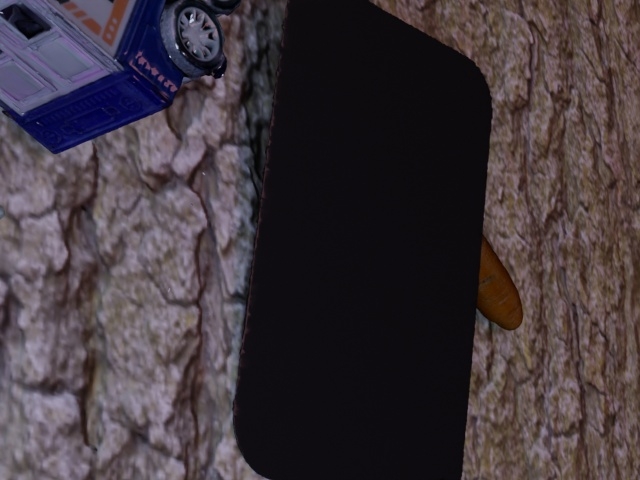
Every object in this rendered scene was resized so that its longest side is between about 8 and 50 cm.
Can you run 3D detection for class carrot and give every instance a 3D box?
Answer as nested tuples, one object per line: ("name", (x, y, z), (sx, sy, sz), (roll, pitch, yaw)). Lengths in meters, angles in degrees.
("carrot", (0.137, 0.030, 1.310), (0.139, 0.048, 0.048), (52, 41, -32))

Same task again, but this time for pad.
("pad", (0.000, 0.000, 1.156), (0.315, 0.063, 0.375), (23, 67, -43))

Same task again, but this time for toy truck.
("toy truck", (-0.129, -0.201, 0.949), (0.155, 0.124, 0.268), (40, 49, -34))

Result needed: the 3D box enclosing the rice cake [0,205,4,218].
("rice cake", (-0.270, 0.041, 0.709), (0.336, 0.066, 0.063), (-42, 113, -51))
